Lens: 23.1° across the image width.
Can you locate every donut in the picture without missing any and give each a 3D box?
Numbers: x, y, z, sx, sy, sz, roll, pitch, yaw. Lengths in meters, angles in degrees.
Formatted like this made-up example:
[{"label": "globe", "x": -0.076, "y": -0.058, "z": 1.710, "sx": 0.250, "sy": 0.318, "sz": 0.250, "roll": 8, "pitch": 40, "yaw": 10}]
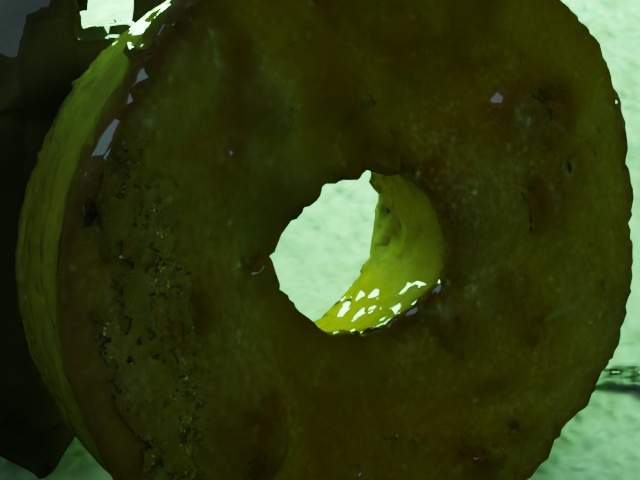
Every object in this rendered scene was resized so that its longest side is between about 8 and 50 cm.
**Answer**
[{"label": "donut", "x": -0.002, "y": 0.000, "z": 0.659, "sx": 0.277, "sy": 0.277, "sz": 0.108, "roll": -39, "pitch": 28, "yaw": -23}]

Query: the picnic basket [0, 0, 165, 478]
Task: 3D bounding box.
[{"label": "picnic basket", "x": -0.184, "y": -0.078, "z": 0.769, "sx": 0.291, "sy": 0.254, "sz": 0.321, "roll": 15, "pitch": 62, "yaw": 27}]
